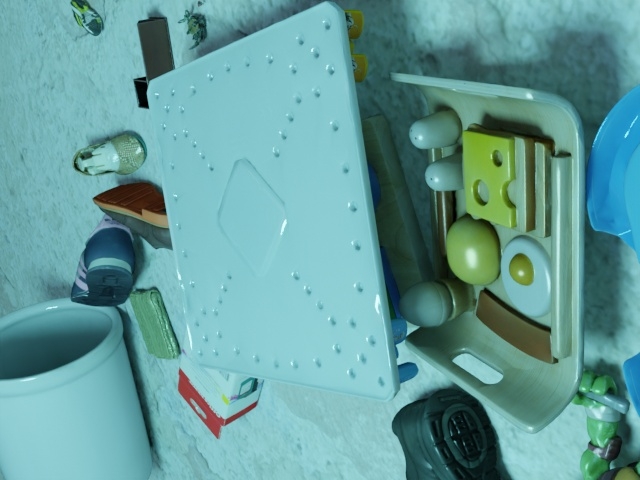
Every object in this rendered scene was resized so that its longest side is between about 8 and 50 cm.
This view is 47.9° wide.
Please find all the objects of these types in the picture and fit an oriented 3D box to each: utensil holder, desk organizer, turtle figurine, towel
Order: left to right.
[{"bbox_3d":[-0.547,0.365,1.550,0.327,0.327,0.386,17,124,43],"label":"utensil holder"},{"bbox_3d":[-0.254,-0.266,1.087,0.047,0.050,0.130,17,122,43],"label":"desk organizer"},{"bbox_3d":[-0.326,0.167,1.417,0.110,0.027,0.148,-8,104,51],"label":"towel"},{"bbox_3d":[0.253,0.210,0.639,0.275,0.198,0.266,55,135,4],"label":"turtle figurine"}]

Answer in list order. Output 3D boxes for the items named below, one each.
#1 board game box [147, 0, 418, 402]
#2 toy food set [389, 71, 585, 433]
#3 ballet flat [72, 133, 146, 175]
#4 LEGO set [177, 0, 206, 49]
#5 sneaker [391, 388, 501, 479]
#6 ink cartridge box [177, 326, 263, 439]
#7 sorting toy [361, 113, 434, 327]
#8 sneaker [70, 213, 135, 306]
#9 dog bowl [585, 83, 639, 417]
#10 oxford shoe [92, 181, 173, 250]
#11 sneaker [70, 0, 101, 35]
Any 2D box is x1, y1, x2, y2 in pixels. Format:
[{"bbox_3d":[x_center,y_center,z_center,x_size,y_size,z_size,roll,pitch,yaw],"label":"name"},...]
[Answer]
[{"bbox_3d":[-0.064,-0.030,0.844,0.390,0.050,0.390,-3,98,50],"label":"board game box"},{"bbox_3d":[0.137,-0.002,0.686,0.219,0.092,0.306,-149,48,-61],"label":"toy food set"},{"bbox_3d":[-0.385,-0.143,1.288,0.206,0.067,0.073,-6,104,50],"label":"ballet flat"},{"bbox_3d":[-0.171,-0.307,0.998,0.054,0.023,0.083,38,121,27],"label":"LEGO set"},{"bbox_3d":[0.175,0.321,0.879,0.130,0.109,0.286,-29,77,58],"label":"sneaker"},{"bbox_3d":[-0.166,0.214,1.217,0.134,0.078,0.231,43,136,27],"label":"ink cartridge box"},{"bbox_3d":[0.000,0.000,0.904,0.257,0.089,0.256,-8,103,51],"label":"sorting toy"},{"bbox_3d":[-0.426,0.048,1.434,0.319,0.112,0.131,-34,52,57],"label":"sneaker"},{"bbox_3d":[0.294,0.024,0.522,0.166,0.074,0.297,149,115,-64],"label":"dog bowl"},{"bbox_3d":[-0.299,-0.033,1.230,0.271,0.097,0.098,18,128,43],"label":"oxford shoe"},{"bbox_3d":[-0.391,-0.370,1.211,0.083,0.031,0.035,54,154,20],"label":"sneaker"}]
